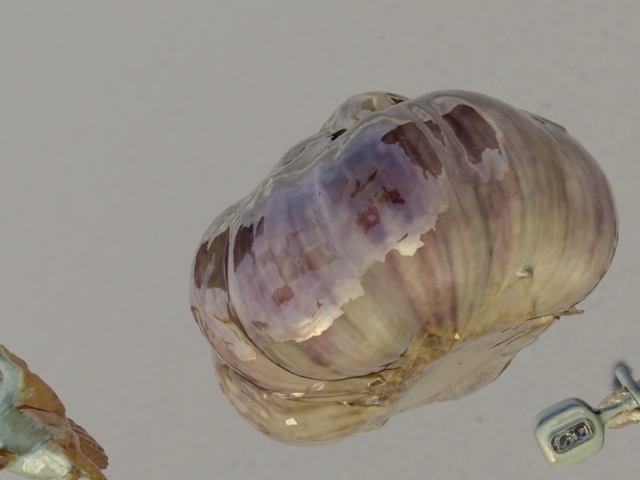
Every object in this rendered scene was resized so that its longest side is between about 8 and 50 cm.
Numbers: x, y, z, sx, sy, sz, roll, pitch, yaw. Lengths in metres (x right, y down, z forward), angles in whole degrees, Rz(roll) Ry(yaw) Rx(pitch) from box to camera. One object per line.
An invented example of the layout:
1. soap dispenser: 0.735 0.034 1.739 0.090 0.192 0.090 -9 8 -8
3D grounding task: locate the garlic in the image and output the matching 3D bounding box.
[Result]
1. garlic: 0.036 0.002 0.734 0.245 0.245 0.160 -38 72 36

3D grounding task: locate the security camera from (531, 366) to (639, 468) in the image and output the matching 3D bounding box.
1. security camera: 0.214 0.144 1.107 0.092 0.058 0.058 -34 32 2

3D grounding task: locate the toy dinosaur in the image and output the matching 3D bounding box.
1. toy dinosaur: -0.185 0.115 0.932 0.057 0.142 0.212 -55 17 14

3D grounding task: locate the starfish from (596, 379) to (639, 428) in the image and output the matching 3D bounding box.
1. starfish: 0.368 0.100 1.111 0.312 0.113 0.303 -28 75 37
